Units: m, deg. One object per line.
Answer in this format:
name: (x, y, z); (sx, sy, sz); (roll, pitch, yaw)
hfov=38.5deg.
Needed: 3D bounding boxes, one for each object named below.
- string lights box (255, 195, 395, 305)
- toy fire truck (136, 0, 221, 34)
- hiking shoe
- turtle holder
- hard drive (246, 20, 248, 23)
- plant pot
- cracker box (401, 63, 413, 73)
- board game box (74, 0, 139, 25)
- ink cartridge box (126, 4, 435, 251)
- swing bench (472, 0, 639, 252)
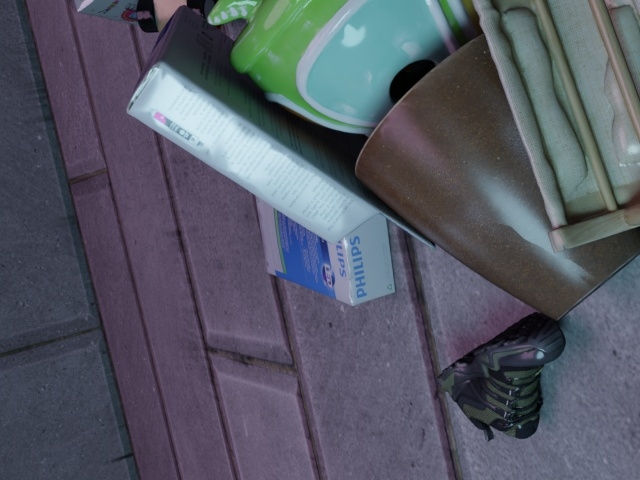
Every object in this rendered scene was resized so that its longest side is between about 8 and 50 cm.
string lights box: (0.000, 0.000, 1.344); (0.260, 0.077, 0.133); (17, 118, 59)
toy fire truck: (-0.221, -0.456, 1.498); (0.159, 0.246, 0.217); (2, 113, 19)
hiking shoe: (0.221, 0.159, 1.026); (0.114, 0.086, 0.227); (55, 155, 9)
turtle holder: (0.064, -0.254, 0.928); (0.227, 0.320, 0.243); (40, 177, -9)
hard drive: (-0.092, -0.455, 1.331); (0.203, 0.040, 0.307); (-36, 72, 61)
plant pot: (0.187, -0.045, 0.865); (0.230, 0.215, 0.215); (51, 147, 14)
cracker box: (0.015, -0.265, 1.154); (0.232, 0.067, 0.155); (31, 131, 37)
board game box: (-0.348, -0.529, 1.568); (0.098, 0.224, 0.303); (-24, 80, 30)
ink cartridge box: (-0.044, -0.116, 1.017); (0.071, 0.330, 0.324); (-51, 17, 15)
swing bench: (0.263, -0.150, 0.689); (0.255, 0.165, 0.253); (-28, 79, 65)
